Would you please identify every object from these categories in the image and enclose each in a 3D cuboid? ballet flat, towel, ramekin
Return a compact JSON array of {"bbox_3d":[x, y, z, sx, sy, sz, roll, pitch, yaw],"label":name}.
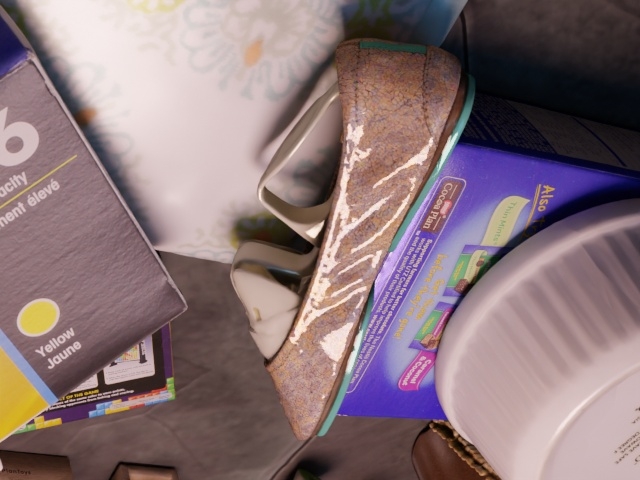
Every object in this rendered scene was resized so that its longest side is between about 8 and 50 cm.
[{"bbox_3d":[0.000,0.000,0.780,0.106,0.107,0.316,17,118,-8],"label":"ballet flat"},{"bbox_3d":[-0.079,-0.152,0.734,0.321,0.090,0.374,14,121,-29],"label":"towel"},{"bbox_3d":[0.235,0.108,0.898,0.273,0.127,0.272,-13,132,-14],"label":"ramekin"}]

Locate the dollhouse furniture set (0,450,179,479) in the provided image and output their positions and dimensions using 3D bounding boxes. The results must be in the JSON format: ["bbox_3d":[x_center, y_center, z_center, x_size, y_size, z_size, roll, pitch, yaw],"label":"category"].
[{"bbox_3d":[-0.234,0.360,0.912,0.303,0.355,0.173,12,123,-33],"label":"dollhouse furniture set"}]

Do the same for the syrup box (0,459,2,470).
[{"bbox_3d":[-0.312,0.086,0.788,0.093,0.096,0.236,-35,133,-31],"label":"syrup box"}]

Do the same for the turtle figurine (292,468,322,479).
[{"bbox_3d":[-0.036,0.378,1.103,0.266,0.198,0.275,-53,173,1],"label":"turtle figurine"}]

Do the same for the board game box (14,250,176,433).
[{"bbox_3d":[-0.204,0.080,0.899,0.170,0.048,0.141,-10,129,-16],"label":"board game box"}]

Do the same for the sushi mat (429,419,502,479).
[{"bbox_3d":[0.243,0.211,1.087,0.317,0.151,0.019,8,115,-50],"label":"sushi mat"}]

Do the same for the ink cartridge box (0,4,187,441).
[{"bbox_3d":[-0.265,0.016,0.652,0.304,0.072,0.307,-35,135,-10],"label":"ink cartridge box"}]

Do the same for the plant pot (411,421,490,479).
[{"bbox_3d":[0.178,0.257,1.141,0.167,0.165,0.167,-13,133,-14],"label":"plant pot"}]

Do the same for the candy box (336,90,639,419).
[{"bbox_3d":[0.155,0.023,0.962,0.317,0.122,0.268,9,123,-29],"label":"candy box"}]
